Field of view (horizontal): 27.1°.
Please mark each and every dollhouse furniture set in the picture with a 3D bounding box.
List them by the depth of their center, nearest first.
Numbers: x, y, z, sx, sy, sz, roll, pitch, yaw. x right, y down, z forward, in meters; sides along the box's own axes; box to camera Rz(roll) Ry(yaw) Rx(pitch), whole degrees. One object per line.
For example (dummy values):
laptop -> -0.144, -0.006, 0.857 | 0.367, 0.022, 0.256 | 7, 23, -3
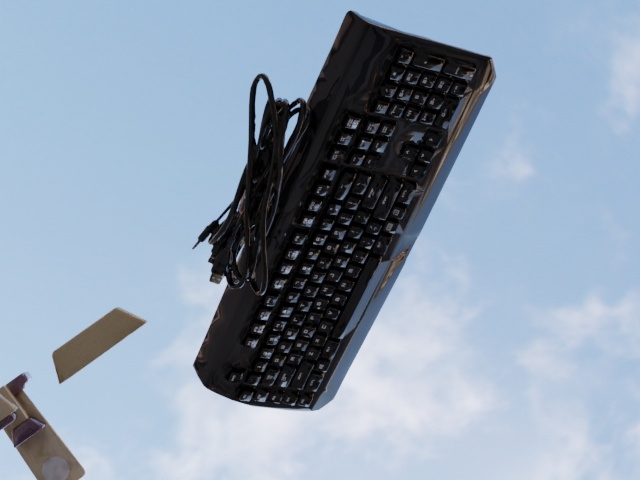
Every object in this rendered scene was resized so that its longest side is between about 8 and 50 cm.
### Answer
dollhouse furniture set -> -0.137, 0.099, 0.794 | 0.114, 0.091, 0.081 | -36, -89, -10

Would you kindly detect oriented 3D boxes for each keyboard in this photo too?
keyboard -> 0.000, 0.000, 0.562 | 0.192, 0.100, 0.038 | -66, -154, 24
